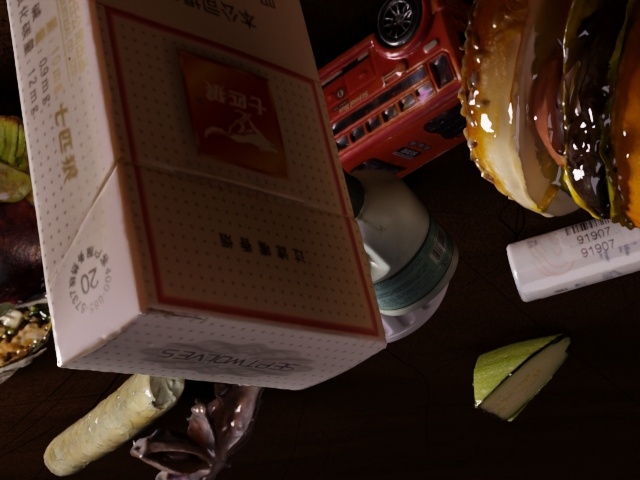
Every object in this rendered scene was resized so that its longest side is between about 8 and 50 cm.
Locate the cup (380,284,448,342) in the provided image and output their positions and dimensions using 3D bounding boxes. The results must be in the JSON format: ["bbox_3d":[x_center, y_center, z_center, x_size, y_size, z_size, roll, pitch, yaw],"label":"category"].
[{"bbox_3d":[0.007,0.012,1.286,0.221,0.166,0.202,-26,152,8],"label":"cup"}]

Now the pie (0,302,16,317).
[{"bbox_3d":[-0.445,0.063,1.228,0.306,0.071,0.306,1,169,0],"label":"pie"}]

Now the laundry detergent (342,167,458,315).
[{"bbox_3d":[0.046,-0.006,1.076,0.099,0.070,0.226,-36,150,8],"label":"laundry detergent"}]

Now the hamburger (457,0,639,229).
[{"bbox_3d":[0.231,-0.133,0.912,0.225,0.291,0.291,21,176,33],"label":"hamburger"}]

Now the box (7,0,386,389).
[{"bbox_3d":[-0.088,-0.072,0.829,0.095,0.330,0.210,-30,151,36],"label":"box"}]

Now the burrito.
[{"bbox_3d":[-0.450,0.156,1.481,0.175,0.107,0.348,-9,163,-44],"label":"burrito"}]

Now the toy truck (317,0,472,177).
[{"bbox_3d":[0.046,-0.110,1.086,0.253,0.114,0.107,-31,152,34],"label":"toy truck"}]

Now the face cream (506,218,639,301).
[{"bbox_3d":[0.374,0.004,1.567,0.269,0.082,0.082,-18,157,11],"label":"face cream"}]

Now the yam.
[{"bbox_3d":[-0.309,0.269,1.841,0.083,0.083,0.371,4,154,-34],"label":"yam"}]

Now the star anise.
[{"bbox_3d":[-0.174,0.290,1.861,0.257,0.111,0.198,-41,153,-32],"label":"star anise"}]

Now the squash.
[{"bbox_3d":[0.318,0.197,2.018,0.184,0.085,0.192,-46,153,5],"label":"squash"}]

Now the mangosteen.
[{"bbox_3d":[-0.288,-0.030,1.073,0.166,0.166,0.180,5,127,-35],"label":"mangosteen"}]
